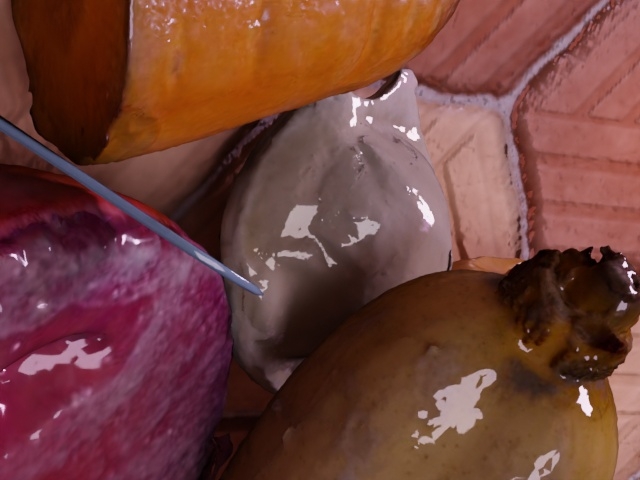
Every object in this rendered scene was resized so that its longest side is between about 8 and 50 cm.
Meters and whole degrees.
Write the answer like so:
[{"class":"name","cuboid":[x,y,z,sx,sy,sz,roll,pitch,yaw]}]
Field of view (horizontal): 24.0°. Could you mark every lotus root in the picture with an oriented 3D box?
[{"class":"lotus root","cuboid":[0.049,0.121,0.764,0.169,0.151,0.343,34,118,-1]}]

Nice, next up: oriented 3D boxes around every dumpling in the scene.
[{"class":"dumpling","cuboid":[0.000,0.000,0.809,0.136,0.118,0.199,4,105,-42]}]

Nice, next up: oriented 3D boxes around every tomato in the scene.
[{"class":"tomato","cuboid":[-0.196,0.103,0.747,0.289,0.176,0.335,-27,135,-37]}]

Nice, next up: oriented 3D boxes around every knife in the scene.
[{"class":"knife","cuboid":[-0.156,-0.062,0.646,0.313,0.044,0.019,34,88,1]}]

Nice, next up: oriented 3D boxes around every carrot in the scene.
[{"class":"carrot","cuboid":[-0.024,-0.117,0.709,0.225,0.159,0.159,-4,121,-33]}]

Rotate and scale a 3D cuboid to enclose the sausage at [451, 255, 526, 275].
[{"class":"sausage","cuboid":[0.077,0.118,0.918,0.136,0.120,0.241,5,118,-33]}]
